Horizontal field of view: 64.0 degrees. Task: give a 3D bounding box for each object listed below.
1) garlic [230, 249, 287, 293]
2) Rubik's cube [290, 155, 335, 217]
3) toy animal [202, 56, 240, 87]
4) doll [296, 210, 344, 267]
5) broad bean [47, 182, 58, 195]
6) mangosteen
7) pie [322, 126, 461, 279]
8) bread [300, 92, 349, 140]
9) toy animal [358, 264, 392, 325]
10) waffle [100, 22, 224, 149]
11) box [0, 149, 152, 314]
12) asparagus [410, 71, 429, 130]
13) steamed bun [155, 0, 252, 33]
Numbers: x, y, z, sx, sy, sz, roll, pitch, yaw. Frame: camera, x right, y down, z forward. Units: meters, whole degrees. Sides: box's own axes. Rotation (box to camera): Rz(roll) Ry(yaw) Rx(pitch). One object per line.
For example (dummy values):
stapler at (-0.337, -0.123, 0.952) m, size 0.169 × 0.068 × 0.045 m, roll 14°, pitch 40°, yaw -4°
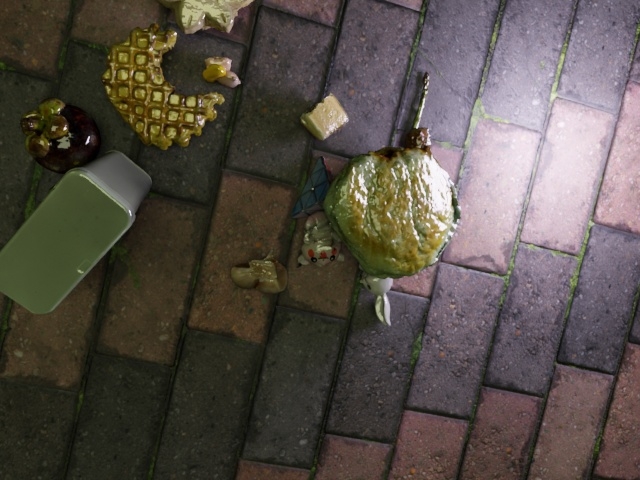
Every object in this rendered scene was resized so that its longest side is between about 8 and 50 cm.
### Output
garlic at (-0.184, 0.100, 1.547) m, size 0.174 × 0.099 × 0.124 m, roll 6°, pitch 112°, yaw -5°
Rubik's cube at (-0.021, -0.116, 1.534) m, size 0.178 × 0.190 × 0.211 m, roll -33°, pitch 94°, yaw 12°
toy animal at (-0.284, -0.500, 1.486) m, size 0.114 × 0.091 × 0.082 m, roll 14°, pitch 78°, yaw -8°
doll at (0.000, 0.000, 1.548) m, size 0.149 × 0.095 × 0.192 m, roll -4°, pitch 121°, yaw -11°
broad bean at (-0.651, -0.145, 1.467) m, size 0.255 × 0.052 × 0.053 m, roll -2°, pitch 97°, yaw -9°
mangosteen at (-0.701, -0.282, 1.365) m, size 0.192 × 0.217 × 0.193 m, roll -1°, pitch 79°, yaw 6°
pie at (0.209, -0.089, 1.492) m, size 0.418 × 0.180 × 0.396 m, roll -35°, pitch 106°, yaw -27°
bread at (0.008, -0.367, 1.545) m, size 0.125 × 0.082 × 0.106 m, roll -41°, pitch 110°, yaw -14°
toy animal at (0.173, 0.149, 1.595) m, size 0.130 × 0.103 × 0.221 m, roll 4°, pitch 93°, yaw -11°
waffle at (-0.452, -0.424, 1.434) m, size 0.261 × 0.151 × 0.324 m, roll -37°, pitch 98°, yaw -8°
box at (-0.609, -0.045, 1.298) m, size 0.177 × 0.344 × 0.352 m, roll 41°, pitch 100°, yaw -20°
asparagus at (0.311, -0.410, 1.617) m, size 0.024 × 0.025 × 0.249 m, roll 16°, pitch 92°, yaw 33°
steamed bun at (-0.332, -0.714, 1.438) m, size 0.295 × 0.137 × 0.293 m, roll 9°, pitch 92°, yaw -16°
